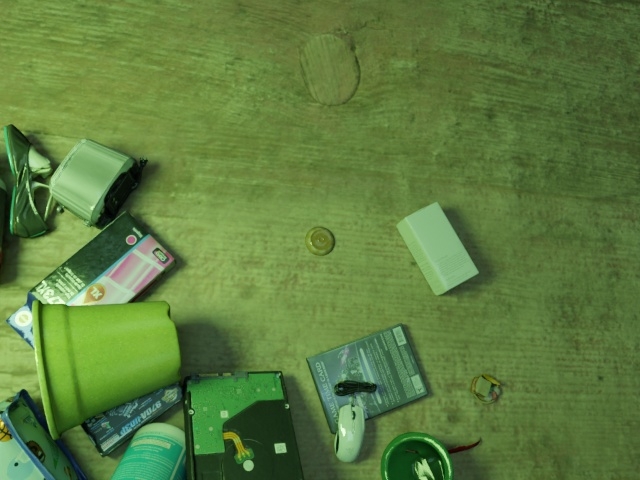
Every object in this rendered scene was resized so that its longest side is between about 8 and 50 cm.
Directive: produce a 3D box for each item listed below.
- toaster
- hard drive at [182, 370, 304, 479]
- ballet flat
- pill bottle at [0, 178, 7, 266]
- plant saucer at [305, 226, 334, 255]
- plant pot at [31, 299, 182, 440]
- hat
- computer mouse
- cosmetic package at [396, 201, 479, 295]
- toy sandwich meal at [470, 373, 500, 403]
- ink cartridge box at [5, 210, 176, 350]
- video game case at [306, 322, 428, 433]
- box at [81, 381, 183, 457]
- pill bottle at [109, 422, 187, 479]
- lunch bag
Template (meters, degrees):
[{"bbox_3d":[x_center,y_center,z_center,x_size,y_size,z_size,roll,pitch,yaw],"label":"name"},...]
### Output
[{"bbox_3d":[-0.547,-0.149,1.230,0.146,0.129,0.227,27,73,-1],"label":"toaster"},{"bbox_3d":[-0.169,0.446,1.081,0.237,0.064,0.339,4,44,-24],"label":"hard drive"},{"bbox_3d":[-0.705,-0.144,1.221,0.096,0.095,0.280,-5,86,-23],"label":"ballet flat"},{"bbox_3d":[-0.811,-0.063,1.124,0.176,0.176,0.318,-2,75,-12],"label":"pill bottle"},{"bbox_3d":[0.000,0.000,1.364,0.083,0.015,0.083,3,75,-11],"label":"plant saucer"},{"bbox_3d":[-0.433,0.236,1.043,0.254,0.276,0.276,-9,77,-25],"label":"plant pot"},{"bbox_3d":[0.282,0.579,1.262,0.209,0.183,0.173,-10,64,28],"label":"hat"},{"bbox_3d":[0.080,0.440,1.221,0.106,0.042,0.193,9,73,-10],"label":"computer mouse"},{"bbox_3d":[0.322,0.023,1.392,0.117,0.085,0.231,-25,79,-17],"label":"cosmetic package"},{"bbox_3d":[0.445,0.396,1.342,0.086,0.029,0.085,3,74,-11],"label":"toy sandwich meal"},{"bbox_3d":[-0.543,0.115,1.195,0.176,0.069,0.371,44,73,2],"label":"ink cartridge box"},{"bbox_3d":[0.122,0.350,1.290,0.274,0.026,0.196,-17,79,-15],"label":"video game case"},{"bbox_3d":[-0.447,0.353,1.153,0.220,0.051,0.175,-36,84,-19],"label":"box"},{"bbox_3d":[-0.359,0.513,1.009,0.146,0.264,0.146,3,116,5],"label":"pill bottle"},{"bbox_3d":[-0.635,0.555,0.971,0.328,0.239,0.385,-31,99,-19],"label":"lunch bag"}]
